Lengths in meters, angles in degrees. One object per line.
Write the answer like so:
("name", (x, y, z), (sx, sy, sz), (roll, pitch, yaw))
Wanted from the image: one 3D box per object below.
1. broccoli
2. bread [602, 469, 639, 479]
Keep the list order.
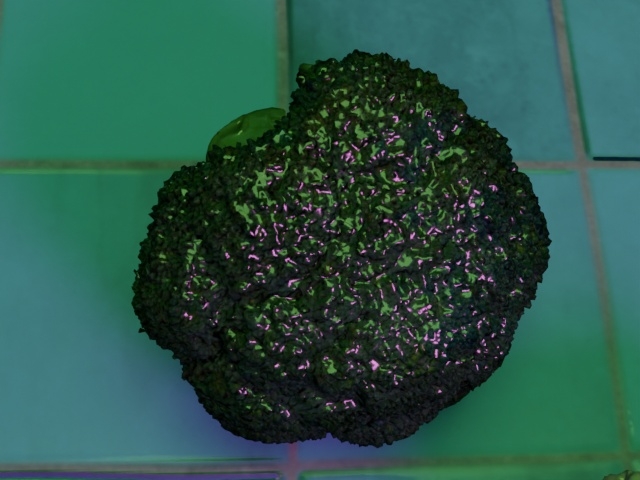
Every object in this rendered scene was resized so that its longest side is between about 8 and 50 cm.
("broccoli", (0.000, 0.000, 0.799), (0.297, 0.297, 0.297), (-28, 44, -16))
("bread", (0.235, 0.249, 0.731), (0.224, 0.183, 0.211), (-2, 65, -2))
